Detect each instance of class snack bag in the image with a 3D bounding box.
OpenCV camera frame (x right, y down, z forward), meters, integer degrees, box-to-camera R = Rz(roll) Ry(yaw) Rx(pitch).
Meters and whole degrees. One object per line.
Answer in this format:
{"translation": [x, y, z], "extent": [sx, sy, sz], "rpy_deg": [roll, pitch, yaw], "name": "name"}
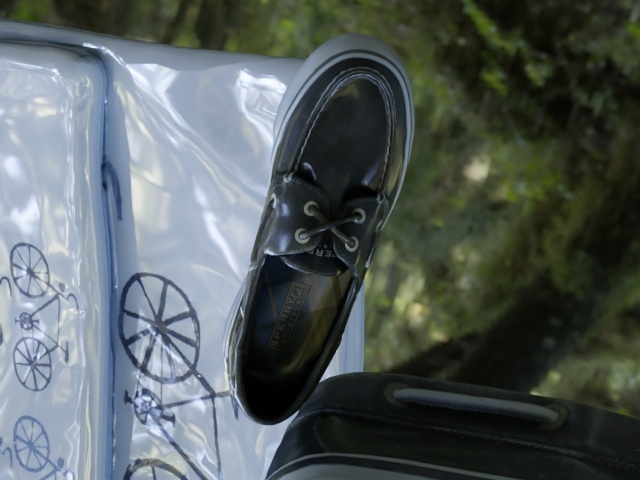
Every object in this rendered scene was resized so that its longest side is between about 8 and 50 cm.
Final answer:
{"translation": [-0.119, 0.045, 0.908], "extent": [0.342, 0.323, 0.037], "rpy_deg": [11, -161, 28], "name": "snack bag"}

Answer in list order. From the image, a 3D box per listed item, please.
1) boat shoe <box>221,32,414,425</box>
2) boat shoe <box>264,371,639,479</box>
{"translation": [0.000, 0.000, 0.568], "extent": [0.049, 0.142, 0.040], "rpy_deg": [12, -154, -10], "name": "boat shoe"}
{"translation": [0.141, 0.111, 0.590], "extent": [0.335, 0.121, 0.119], "rpy_deg": [15, -137, -2], "name": "boat shoe"}
